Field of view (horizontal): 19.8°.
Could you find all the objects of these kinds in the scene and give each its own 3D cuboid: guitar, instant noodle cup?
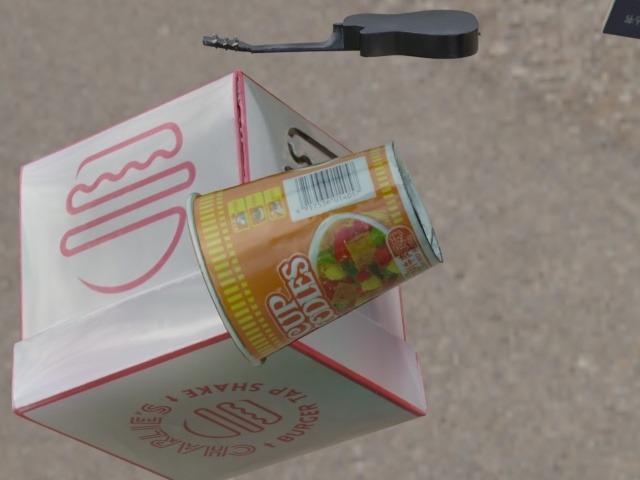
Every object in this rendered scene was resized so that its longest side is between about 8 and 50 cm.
[{"bbox_3d":[0.018,-0.171,1.541,0.233,0.025,0.088,-1,21,0],"label":"guitar"},{"bbox_3d":[0.000,0.000,1.590,0.185,0.168,0.168,-21,27,8],"label":"instant noodle cup"}]

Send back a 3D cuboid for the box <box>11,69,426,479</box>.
[{"bbox_3d":[-0.109,0.052,1.925,0.312,0.314,0.300,-21,58,27],"label":"box"}]

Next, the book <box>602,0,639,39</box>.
[{"bbox_3d":[0.435,-0.320,1.822,0.228,0.322,0.018,7,40,-9],"label":"book"}]
